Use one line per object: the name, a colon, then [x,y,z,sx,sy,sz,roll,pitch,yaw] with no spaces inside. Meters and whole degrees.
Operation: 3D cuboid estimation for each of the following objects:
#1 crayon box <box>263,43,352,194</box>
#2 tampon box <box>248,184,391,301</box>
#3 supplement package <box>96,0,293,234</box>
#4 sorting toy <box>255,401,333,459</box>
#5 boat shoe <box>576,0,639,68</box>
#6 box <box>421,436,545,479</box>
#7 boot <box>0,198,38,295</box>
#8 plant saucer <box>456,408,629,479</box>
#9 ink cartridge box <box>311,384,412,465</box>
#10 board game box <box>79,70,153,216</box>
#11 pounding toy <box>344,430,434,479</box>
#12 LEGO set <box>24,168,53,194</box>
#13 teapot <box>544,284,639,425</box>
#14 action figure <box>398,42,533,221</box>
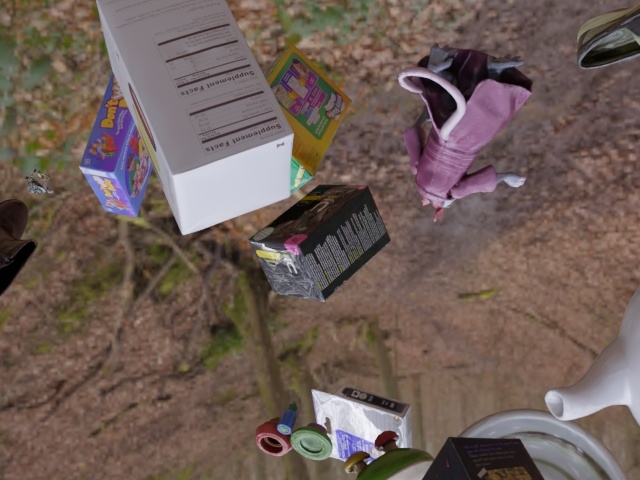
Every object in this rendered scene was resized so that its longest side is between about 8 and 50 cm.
crayon box: [-0.056,-0.228,1.640,0.081,0.165,0.278,-36,-161,38]
tampon box: [0.000,0.000,1.315,0.120,0.101,0.161,4,-144,49]
supplement package: [-0.138,-0.155,0.978,0.134,0.244,0.139,-21,156,-13]
sorting toy: [-0.030,0.223,1.045,0.102,0.061,0.042,-3,-145,24]
boat shoe: [0.453,-0.290,1.217,0.080,0.073,0.223,33,152,-31]
box: [0.258,0.437,1.272,0.143,0.165,0.270,8,-146,-27]
boot: [-0.542,0.015,1.528,0.207,0.090,0.248,-6,-139,39]
plant saucer: [0.385,0.519,1.639,0.400,0.400,0.100,-3,159,-10]
ink cartridge box: [0.090,0.395,1.840,0.208,0.206,0.045,12,-140,24]
board game box: [-0.424,-0.259,1.988,0.078,0.347,0.233,11,158,5]
pounding toy: [0.098,0.445,1.680,0.183,0.110,0.237,6,131,-49]
LEGO set: [-0.518,-0.101,1.610,0.054,0.023,0.083,18,152,2]
teapot: [0.384,0.125,0.778,0.256,0.252,0.187,-52,172,31]
action figure: [0.262,-0.176,1.683,0.248,0.370,0.276,27,-143,18]
